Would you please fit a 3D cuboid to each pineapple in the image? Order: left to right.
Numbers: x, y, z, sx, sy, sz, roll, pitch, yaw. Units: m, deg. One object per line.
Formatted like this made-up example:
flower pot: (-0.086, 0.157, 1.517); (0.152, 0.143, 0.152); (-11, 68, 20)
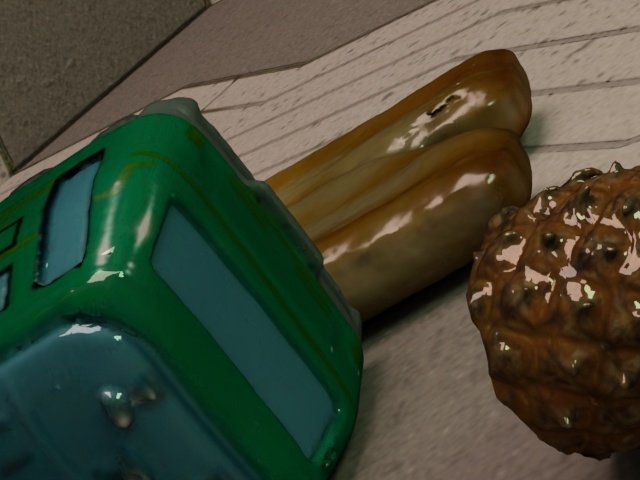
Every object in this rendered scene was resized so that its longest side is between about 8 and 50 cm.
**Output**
pineapple: (0.174, 0.000, 0.587); (0.237, 0.119, 0.111); (-24, -25, 23)

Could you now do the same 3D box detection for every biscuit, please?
biscuit: (0.000, 0.000, 1.003); (0.290, 0.062, 0.237); (-31, 16, 16)

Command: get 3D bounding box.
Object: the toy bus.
toy bus: (-0.155, 0.102, 0.823); (0.343, 0.183, 0.199); (-31, 22, 19)
